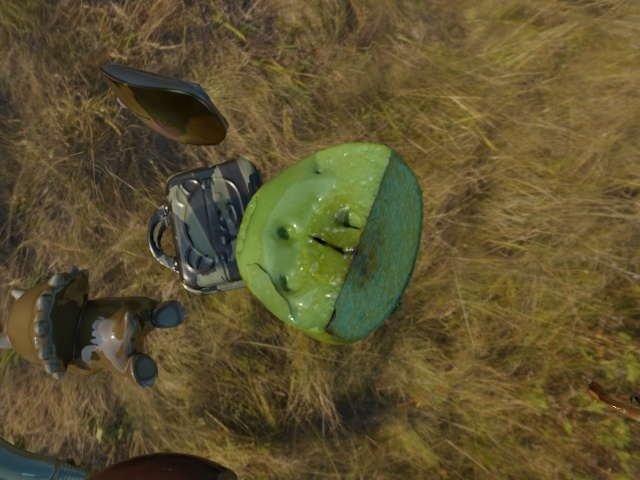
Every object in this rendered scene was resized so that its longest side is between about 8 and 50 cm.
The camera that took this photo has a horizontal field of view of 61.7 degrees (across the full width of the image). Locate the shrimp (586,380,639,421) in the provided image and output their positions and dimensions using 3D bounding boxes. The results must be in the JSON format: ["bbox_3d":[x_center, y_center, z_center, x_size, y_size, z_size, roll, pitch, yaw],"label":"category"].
[{"bbox_3d":[0.371,0.189,0.642,0.127,0.091,0.025,2,103,-58],"label":"shrimp"}]

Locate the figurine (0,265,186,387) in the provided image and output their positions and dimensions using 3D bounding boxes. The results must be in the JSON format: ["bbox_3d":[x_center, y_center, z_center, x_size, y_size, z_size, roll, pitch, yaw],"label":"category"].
[{"bbox_3d":[-0.381,0.133,0.852,0.177,0.247,0.173,-69,151,-22],"label":"figurine"}]

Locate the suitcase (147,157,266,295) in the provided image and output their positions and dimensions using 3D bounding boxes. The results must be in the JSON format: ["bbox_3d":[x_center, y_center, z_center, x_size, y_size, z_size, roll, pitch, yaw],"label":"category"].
[{"bbox_3d":[-0.296,-0.030,1.467,0.340,0.194,0.351,-14,77,2],"label":"suitcase"}]

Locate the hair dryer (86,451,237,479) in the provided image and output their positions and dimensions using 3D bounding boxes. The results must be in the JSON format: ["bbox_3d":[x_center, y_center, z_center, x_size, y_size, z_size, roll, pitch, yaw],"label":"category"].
[{"bbox_3d":[-0.221,0.431,0.675,0.313,0.123,0.340,-13,105,11],"label":"hair dryer"}]

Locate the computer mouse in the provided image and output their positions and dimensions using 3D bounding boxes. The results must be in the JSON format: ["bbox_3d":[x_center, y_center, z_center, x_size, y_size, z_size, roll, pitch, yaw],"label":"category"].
[{"bbox_3d":[-0.312,-0.262,1.035,0.071,0.311,0.158,-57,147,-16],"label":"computer mouse"}]

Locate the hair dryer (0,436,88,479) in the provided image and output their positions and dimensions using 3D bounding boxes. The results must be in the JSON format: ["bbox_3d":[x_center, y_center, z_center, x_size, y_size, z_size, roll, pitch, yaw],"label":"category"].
[{"bbox_3d":[-0.319,0.190,0.392,0.088,0.219,0.225,-38,103,28],"label":"hair dryer"}]

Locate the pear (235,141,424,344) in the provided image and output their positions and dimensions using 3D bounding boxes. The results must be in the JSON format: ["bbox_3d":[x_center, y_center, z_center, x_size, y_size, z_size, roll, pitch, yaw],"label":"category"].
[{"bbox_3d":[0.000,0.000,0.987,0.238,0.318,0.342,36,73,-52],"label":"pear"}]
